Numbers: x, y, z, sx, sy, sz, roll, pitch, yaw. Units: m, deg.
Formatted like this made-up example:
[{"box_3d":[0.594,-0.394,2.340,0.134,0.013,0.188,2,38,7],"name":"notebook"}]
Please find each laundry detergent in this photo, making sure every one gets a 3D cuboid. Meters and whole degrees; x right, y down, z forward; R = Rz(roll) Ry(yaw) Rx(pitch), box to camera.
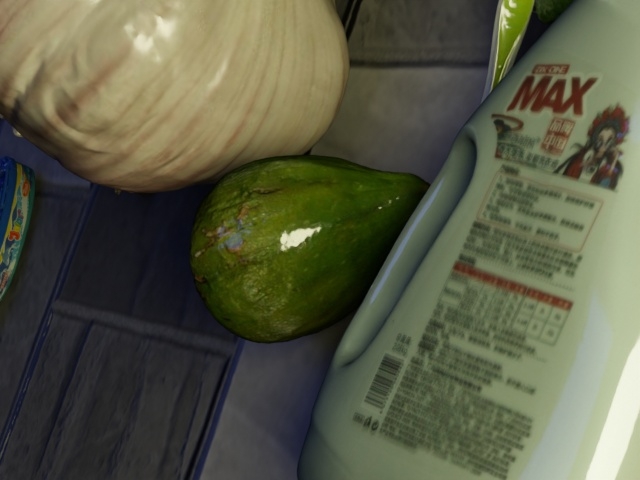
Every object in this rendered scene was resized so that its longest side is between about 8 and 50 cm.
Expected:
[{"box_3d":[0.140,-0.010,0.989,0.264,0.125,0.397,18,84,57],"name":"laundry detergent"}]

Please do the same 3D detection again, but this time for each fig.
[{"box_3d":[0.000,0.000,1.185,0.156,0.123,0.123,-11,58,20],"name":"fig"}]

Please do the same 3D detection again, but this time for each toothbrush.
[{"box_3d":[0.120,-0.137,1.132,0.026,0.022,0.263,-128,52,-80],"name":"toothbrush"}]

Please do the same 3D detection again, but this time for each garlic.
[{"box_3d":[-0.139,-0.175,1.299,0.259,0.317,0.317,-51,37,26],"name":"garlic"}]

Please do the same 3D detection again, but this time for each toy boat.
[{"box_3d":[-0.323,0.001,1.617,0.091,0.110,0.175,-14,62,50],"name":"toy boat"}]

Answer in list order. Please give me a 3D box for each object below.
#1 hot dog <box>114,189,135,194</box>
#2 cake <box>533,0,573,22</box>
[{"box_3d":[-0.143,-0.098,1.492,0.056,0.041,0.133,-3,68,53],"name":"hot dog"},{"box_3d":[0.208,-0.219,1.101,0.235,0.099,0.100,124,150,-54],"name":"cake"}]
